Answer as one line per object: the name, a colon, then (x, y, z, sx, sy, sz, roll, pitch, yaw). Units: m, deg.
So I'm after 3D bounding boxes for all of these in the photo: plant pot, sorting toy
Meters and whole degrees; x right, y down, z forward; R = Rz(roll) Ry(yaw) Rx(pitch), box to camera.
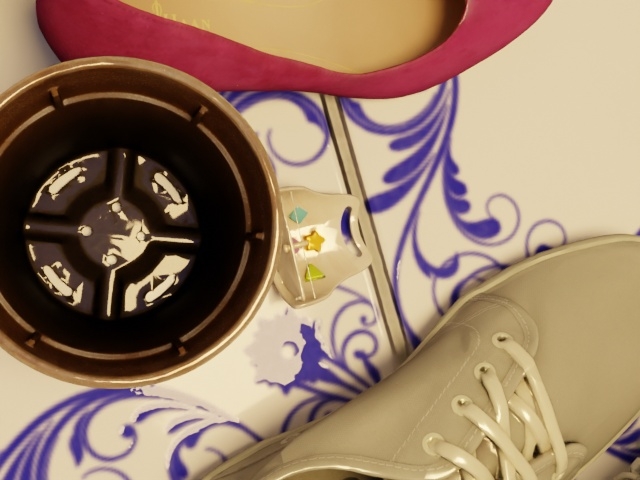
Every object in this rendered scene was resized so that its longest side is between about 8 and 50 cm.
plant pot: (-0.120, -0.006, 0.485, 0.167, 0.165, 0.166, 1, 88, -14)
sorting toy: (0.000, 0.000, 0.583, 0.075, 0.045, 0.083, -13, 91, -23)

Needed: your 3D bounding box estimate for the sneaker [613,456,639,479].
sneaker: (0.289, 0.198, 0.623, 0.129, 0.111, 0.297, 18, 83, -9)

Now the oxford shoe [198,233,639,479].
oxford shoe: (0.103, 0.138, 0.562, 0.449, 0.130, 0.169, -28, 94, -16)

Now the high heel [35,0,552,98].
high heel: (0.019, -0.155, 0.518, 0.377, 0.181, 0.127, -18, 93, -15)
